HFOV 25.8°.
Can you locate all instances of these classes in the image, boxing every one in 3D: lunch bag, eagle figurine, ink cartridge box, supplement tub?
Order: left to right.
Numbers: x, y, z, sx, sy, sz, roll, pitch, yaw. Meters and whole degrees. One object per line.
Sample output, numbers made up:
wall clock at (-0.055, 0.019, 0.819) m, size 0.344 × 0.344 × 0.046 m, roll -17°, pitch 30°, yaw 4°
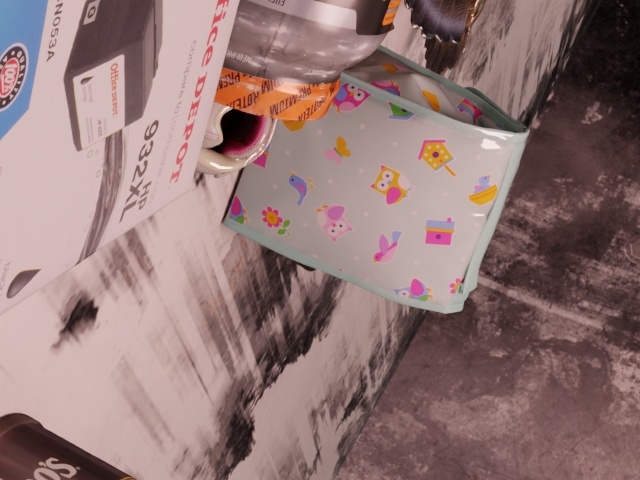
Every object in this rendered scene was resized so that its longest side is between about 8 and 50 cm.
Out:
ink cartridge box at (-0.174, -0.093, 0.792) m, size 0.307 × 0.129 × 0.223 m, roll -41°, pitch 153°, yaw -57°
supplement tub at (-0.012, -0.255, 0.958) m, size 0.193 × 0.194 × 0.316 m, roll -30°, pitch 144°, yaw -66°
lunch bag at (0.067, -0.069, 1.432) m, size 0.160 × 0.262 × 0.223 m, roll -35°, pitch 147°, yaw -63°
eagle figurine at (0.206, -0.356, 1.677) m, size 0.298 × 0.225 × 0.226 m, roll -35°, pitch 122°, yaw 4°

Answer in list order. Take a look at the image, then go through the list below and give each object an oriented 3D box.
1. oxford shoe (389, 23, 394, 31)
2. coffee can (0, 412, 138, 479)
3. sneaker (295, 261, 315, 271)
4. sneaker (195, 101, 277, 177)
oxford shoe at (0.022, -0.233, 1.392) m, size 0.076 × 0.076 × 0.212 m, roll -35°, pitch 172°, yaw 11°
coffee can at (-0.182, 0.294, 1.151) m, size 0.201 × 0.275 × 0.201 m, roll -58°, pitch 165°, yaw -25°
sneaker at (0.000, 0.000, 1.686) m, size 0.130 × 0.087 × 0.227 m, roll -56°, pitch 161°, yaw -23°
sneaker at (-0.087, -0.097, 1.136) m, size 0.103 × 0.111 × 0.252 m, roll -66°, pitch 166°, yaw 9°
